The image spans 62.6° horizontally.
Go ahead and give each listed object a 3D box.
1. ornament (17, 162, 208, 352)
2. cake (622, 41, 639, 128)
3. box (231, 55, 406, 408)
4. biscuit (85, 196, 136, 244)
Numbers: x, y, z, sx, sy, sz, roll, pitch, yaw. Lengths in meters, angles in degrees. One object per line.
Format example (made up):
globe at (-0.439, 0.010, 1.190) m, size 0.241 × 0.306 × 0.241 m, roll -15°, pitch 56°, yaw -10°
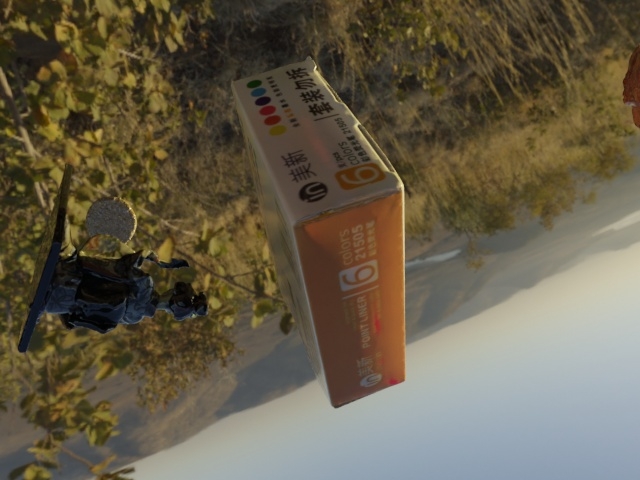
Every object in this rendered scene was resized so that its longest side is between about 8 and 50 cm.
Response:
ornament at (-0.227, 0.044, 0.621) m, size 0.195 × 0.153 × 0.166 m, roll 17°, pitch 120°, yaw -29°
cake at (0.301, -0.142, 0.270) m, size 0.283 × 0.176 × 0.151 m, roll -67°, pitch 168°, yaw 17°
box at (0.000, 0.000, 0.513) m, size 0.091 × 0.221 × 0.274 m, roll -18°, pitch 138°, yaw -9°
biscuit at (-0.474, -0.041, 1.191) m, size 0.120 × 0.120 × 0.015 m, roll -23°, pitch -175°, yaw 5°
